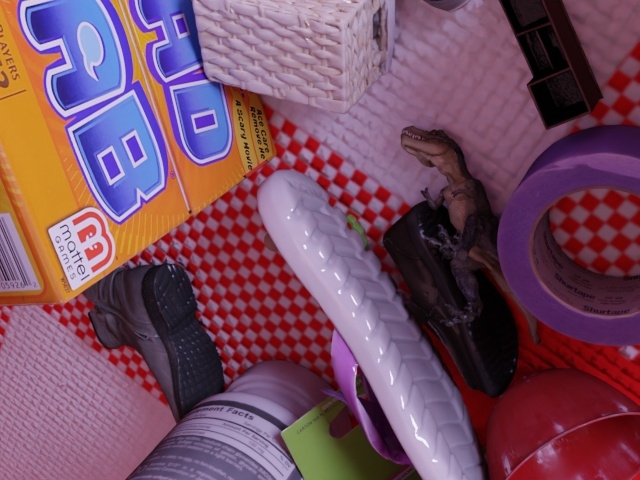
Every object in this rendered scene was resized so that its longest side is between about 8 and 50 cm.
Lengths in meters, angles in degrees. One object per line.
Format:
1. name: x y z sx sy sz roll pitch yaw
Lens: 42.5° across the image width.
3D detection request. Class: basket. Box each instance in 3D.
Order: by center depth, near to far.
1. basket: -0.026 -0.199 0.768 0.167 0.103 0.113 18 141 19

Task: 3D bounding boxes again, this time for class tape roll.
1. tape roll: 0.263 -0.004 0.747 0.189 0.080 0.189 12 119 22

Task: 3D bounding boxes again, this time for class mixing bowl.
1. mixing bowl: 0.236 0.194 0.829 0.098 0.181 0.181 63 141 44

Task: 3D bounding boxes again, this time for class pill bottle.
1. pill bottle: -0.109 0.303 0.927 0.210 0.363 0.210 12 119 22

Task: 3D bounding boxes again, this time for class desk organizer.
1. desk organizer: 0.196 -0.167 0.716 0.047 0.050 0.130 -20 104 34

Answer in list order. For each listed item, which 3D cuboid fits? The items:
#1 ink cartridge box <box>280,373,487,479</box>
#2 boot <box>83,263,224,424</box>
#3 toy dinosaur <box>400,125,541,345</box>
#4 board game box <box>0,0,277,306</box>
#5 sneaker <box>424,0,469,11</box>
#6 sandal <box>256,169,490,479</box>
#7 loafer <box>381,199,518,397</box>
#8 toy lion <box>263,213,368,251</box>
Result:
1. ink cartridge box: 0.099 0.272 0.898 0.097 0.189 0.255 2 121 63
2. boot: -0.225 0.138 1.092 0.161 0.083 0.246 -2 108 36
3. toy dinosaur: 0.147 0.013 0.793 0.064 0.118 0.268 -19 104 39
4. board game box: -0.317 -0.170 0.797 0.356 0.356 0.356 -4 113 30
5. sneaker: 0.065 -0.292 0.702 0.084 0.083 0.215 -24 103 33
6. sandal: 0.046 0.119 0.849 0.102 0.169 0.416 -32 83 22
7. loafer: 0.135 0.063 0.860 0.078 0.080 0.220 -19 99 47
8. toy lion: 0.000 0.000 0.921 0.100 0.034 0.096 44 120 2
